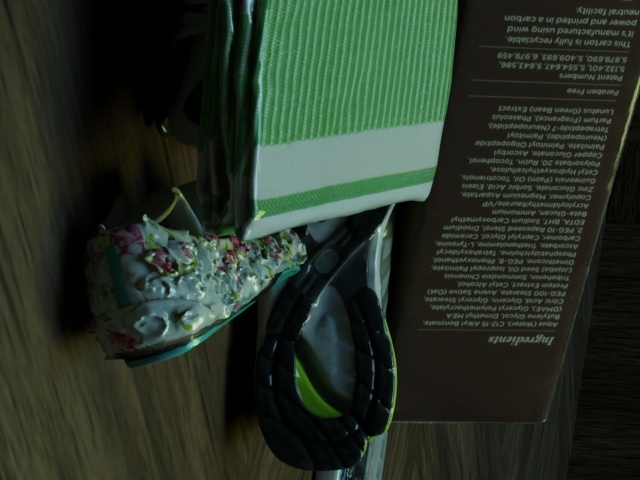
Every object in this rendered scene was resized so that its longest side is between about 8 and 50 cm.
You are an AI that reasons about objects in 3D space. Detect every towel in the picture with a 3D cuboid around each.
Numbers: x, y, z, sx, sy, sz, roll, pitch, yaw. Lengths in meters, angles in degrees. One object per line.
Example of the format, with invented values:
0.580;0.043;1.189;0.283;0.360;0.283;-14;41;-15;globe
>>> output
0.013;-0.173;1.010;0.248;0.038;0.325;-13;107;-60;towel

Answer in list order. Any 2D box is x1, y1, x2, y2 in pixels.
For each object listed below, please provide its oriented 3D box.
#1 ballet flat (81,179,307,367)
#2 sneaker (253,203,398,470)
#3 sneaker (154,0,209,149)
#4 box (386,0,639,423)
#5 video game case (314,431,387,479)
-0.063;0.006;1.030;0.241;0.091;0.077;-36;106;-78;ballet flat
0.000;0.000;1.291;0.121;0.111;0.300;133;-37;-85;sneaker
-0.042;-0.123;1.038;0.235;0.094;0.153;91;0;-59;sneaker
0.111;-0.077;1.340;0.191;0.143;0.381;-107;-159;-53;box
0.019;0.218;1.561;0.173;0.022;0.190;64;33;-66;video game case
